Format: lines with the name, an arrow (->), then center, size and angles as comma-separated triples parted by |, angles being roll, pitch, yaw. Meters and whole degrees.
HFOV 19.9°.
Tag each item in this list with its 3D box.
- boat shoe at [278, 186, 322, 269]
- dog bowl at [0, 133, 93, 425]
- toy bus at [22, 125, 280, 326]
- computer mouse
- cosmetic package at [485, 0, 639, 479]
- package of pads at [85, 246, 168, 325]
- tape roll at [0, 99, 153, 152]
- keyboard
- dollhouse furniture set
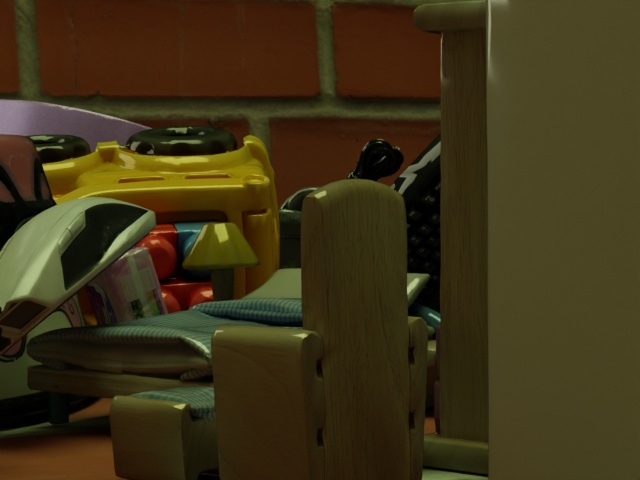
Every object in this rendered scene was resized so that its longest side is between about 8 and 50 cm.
boat shoe -> 0.000, 0.000, 1.723 | 0.108, 0.102, 0.301 | 0, 3, 16
dog bowl -> -0.326, 0.015, 1.000 | 0.408, 0.150, 0.408 | 0, 2, 0
toy bus -> -0.129, 0.014, 1.183 | 0.220, 0.149, 0.211 | -2, 12, -6
computer mouse -> -0.147, 0.025, 0.858 | 0.106, 0.042, 0.193 | -39, 3, 36
cosmetic package -> 0.177, -0.084, 0.586 | 0.217, 0.385, 0.156 | -5, 3, -29
package of pads -> -0.107, 0.044, 1.036 | 0.032, 0.083, 0.050 | -23, 13, -28
tape roll -> -0.189, -0.029, 1.564 | 0.275, 0.090, 0.275 | 13, -12, 3
keyboard -> 0.055, -0.010, 1.005 | 0.108, 0.180, 0.023 | 32, 33, -18
dollhouse furniture set -> -0.028, -0.005, 0.862 | 0.303, 0.198, 0.286 | 1, 3, 40
